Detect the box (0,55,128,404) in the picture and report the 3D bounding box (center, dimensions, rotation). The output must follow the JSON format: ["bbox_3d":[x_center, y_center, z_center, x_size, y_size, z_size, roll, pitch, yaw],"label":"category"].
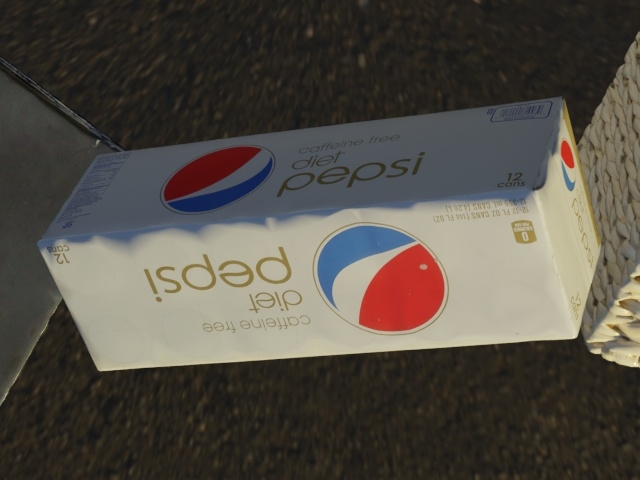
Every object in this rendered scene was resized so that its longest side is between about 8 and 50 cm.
[{"bbox_3d":[-0.317,-0.048,1.006,0.294,0.296,0.182,37,69,-28],"label":"box"}]

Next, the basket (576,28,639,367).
[{"bbox_3d":[0.426,-0.033,1.638,0.328,0.331,0.266,19,124,-11],"label":"basket"}]

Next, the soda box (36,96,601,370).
[{"bbox_3d":[0.000,0.000,0.721,0.216,0.069,0.074,-5,124,24],"label":"soda box"}]
